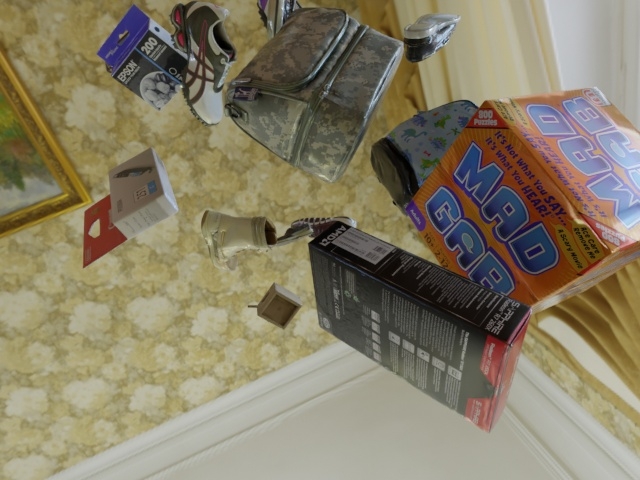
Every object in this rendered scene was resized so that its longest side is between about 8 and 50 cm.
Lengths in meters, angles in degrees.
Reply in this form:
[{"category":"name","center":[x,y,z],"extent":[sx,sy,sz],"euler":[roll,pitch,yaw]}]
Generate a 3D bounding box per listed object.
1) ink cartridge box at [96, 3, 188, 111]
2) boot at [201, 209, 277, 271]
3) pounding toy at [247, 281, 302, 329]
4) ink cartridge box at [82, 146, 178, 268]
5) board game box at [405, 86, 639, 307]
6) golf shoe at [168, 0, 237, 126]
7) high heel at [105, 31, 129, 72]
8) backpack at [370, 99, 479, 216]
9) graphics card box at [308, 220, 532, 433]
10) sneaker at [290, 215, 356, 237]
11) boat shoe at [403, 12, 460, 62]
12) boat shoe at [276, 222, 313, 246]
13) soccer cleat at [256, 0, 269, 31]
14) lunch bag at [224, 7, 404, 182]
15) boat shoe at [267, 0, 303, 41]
[{"category":"ink cartridge box","center":[-0.449,-0.464,1.211],"extent":[0.206,0.208,0.045],"euler":[-28,-140,36]},{"category":"boot","center":[-0.229,0.013,1.405],"extent":[0.204,0.261,0.095],"euler":[4,-130,9]},{"category":"pounding toy","center":[-0.160,0.225,1.599],"extent":[0.141,0.130,0.100],"euler":[-54,-162,11]},{"category":"ink cartridge box","center":[-0.507,-0.096,1.179],"extent":[0.261,0.066,0.296],"euler":[-32,-140,-4]},{"category":"board game box","center":[0.481,-0.066,1.017],"extent":[0.357,0.356,0.356],"euler":[-15,-116,-28]},{"category":"golf shoe","center":[-0.245,-0.378,1.031],"extent":[0.120,0.272,0.105],"euler":[7,-140,14]},{"category":"high heel","center":[-0.469,-0.495,1.335],"extent":[0.186,0.261,0.093],"euler":[-39,-123,13]},{"category":"backpack","center":[0.372,-0.277,1.461],"extent":[0.356,0.273,0.290],"euler":[-14,-126,-12]},{"category":"graphics card box","center":[0.149,0.136,0.800],"extent":[0.371,0.232,0.094],"euler":[25,-131,34]},{"category":"sneaker","center":[0.000,0.000,1.750],"extent":[0.282,0.162,0.107],"euler":[-4,168,35]},{"category":"boat shoe","center":[0.326,-0.606,1.379],"extent":[0.115,0.091,0.303],"euler":[22,-137,31]},{"category":"boat shoe","center":[-0.101,-0.021,1.640],"extent":[0.153,0.049,0.056],"euler":[-19,169,-16]},{"category":"soccer cleat","center":[-0.112,-0.662,1.223],"extent":[0.117,0.318,0.108],"euler":[-7,-140,18]},{"category":"lunch bag","center":[-0.013,-0.296,0.907],"extent":[0.256,0.212,0.304],"euler":[26,-120,1]},{"category":"boat shoe","center":[-0.009,-0.462,1.209],"extent":[0.156,0.500,0.186],"euler":[1,-102,16]}]
